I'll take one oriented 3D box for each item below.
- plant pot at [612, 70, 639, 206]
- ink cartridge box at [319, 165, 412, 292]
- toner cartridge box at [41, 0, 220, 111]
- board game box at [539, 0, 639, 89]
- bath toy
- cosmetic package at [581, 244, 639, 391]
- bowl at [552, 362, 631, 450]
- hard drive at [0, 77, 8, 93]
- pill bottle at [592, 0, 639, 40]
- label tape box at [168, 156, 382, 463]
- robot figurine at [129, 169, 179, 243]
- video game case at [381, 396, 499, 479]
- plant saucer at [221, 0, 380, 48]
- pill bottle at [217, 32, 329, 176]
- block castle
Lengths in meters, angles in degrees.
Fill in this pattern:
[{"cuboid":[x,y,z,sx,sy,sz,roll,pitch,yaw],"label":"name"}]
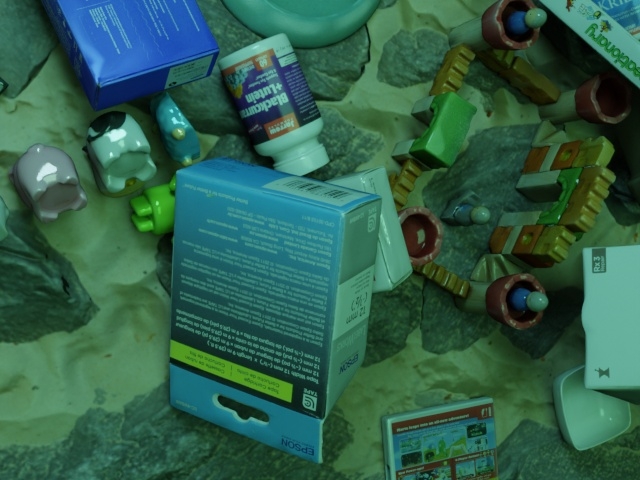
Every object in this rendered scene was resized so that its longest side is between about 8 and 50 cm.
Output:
[{"cuboid":[0.607,-0.217,1.540,0.263,0.263,0.229,-30,83,-22],"label":"plant pot"},{"cuboid":[0.000,0.000,1.239,0.092,0.219,0.160,-29,105,-61],"label":"ink cartridge box"},{"cuboid":[-0.278,-0.348,1.132,0.165,0.075,0.347,-22,80,-24],"label":"toner cartridge box"},{"cuboid":[0.453,-0.317,1.406,0.053,0.305,0.193,-49,152,21],"label":"board game box"},{"cuboid":[-0.334,-0.090,1.140,0.348,0.151,0.129,-24,62,-21],"label":"bath toy"},{"cuboid":[0.533,0.146,1.418,0.385,0.156,0.217,22,67,-59],"label":"cosmetic package"},{"cuboid":[0.463,0.279,1.553,0.142,0.053,0.142,-16,97,-25],"label":"bowl"},{"cuboid":[-0.478,-0.208,1.126,0.135,0.022,0.094,43,72,-19],"label":"hard drive"},{"cuboid":[0.504,-0.449,1.536,0.124,0.124,0.221,-28,99,-23],"label":"pill bottle"},{"cuboid":[-0.068,0.087,1.179,0.115,0.249,0.347,-29,129,-55],"label":"label tape box"},{"cuboid":[-0.202,-0.046,1.231,0.115,0.067,0.101,-14,123,-25],"label":"robot figurine"},{"cuboid":[0.201,0.410,1.444,0.204,0.025,0.285,-5,92,-25],"label":"video game case"},{"cuboid":[-0.026,-0.448,1.331,0.318,0.044,0.317,0,90,-26],"label":"plant saucer"},{"cuboid":[-0.061,-0.186,1.276,0.108,0.108,0.193,-28,101,-23],"label":"pill bottle"},{"cuboid":[0.284,-0.114,1.383,0.303,0.213,0.453,32,77,-22],"label":"block castle"}]
